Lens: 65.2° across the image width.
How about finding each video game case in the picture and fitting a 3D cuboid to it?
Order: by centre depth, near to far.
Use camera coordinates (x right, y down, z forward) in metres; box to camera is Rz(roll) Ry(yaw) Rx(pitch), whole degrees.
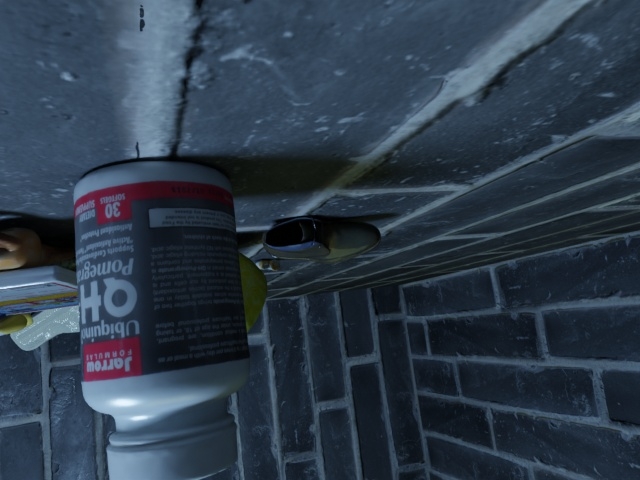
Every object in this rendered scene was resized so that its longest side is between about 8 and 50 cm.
[{"bbox_3d":[-0.454,0.083,0.785,0.204,0.025,0.285,-8,169,-5],"label":"video game case"}]

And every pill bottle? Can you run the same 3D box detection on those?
[{"bbox_3d":[-0.171,0.087,0.556,0.177,0.318,0.176,-8,170,-1],"label":"pill bottle"}]

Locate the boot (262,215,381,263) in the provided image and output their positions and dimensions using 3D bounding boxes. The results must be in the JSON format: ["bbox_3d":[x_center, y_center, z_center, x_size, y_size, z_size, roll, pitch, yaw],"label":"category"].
[{"bbox_3d":[0.000,0.000,0.900,0.219,0.082,0.106,-6,174,5],"label":"boot"}]

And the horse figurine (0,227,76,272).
[{"bbox_3d":[-0.449,0.018,0.700,0.175,0.066,0.263,-5,170,-17],"label":"horse figurine"}]

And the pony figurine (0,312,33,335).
[{"bbox_3d":[-0.805,0.197,1.023,0.351,0.302,0.363,-15,-170,42],"label":"pony figurine"}]

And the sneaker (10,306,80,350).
[{"bbox_3d":[-0.833,0.234,1.641,0.350,0.131,0.148,-20,-161,10],"label":"sneaker"}]

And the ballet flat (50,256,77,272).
[{"bbox_3d":[-0.501,0.067,0.932,0.241,0.077,0.091,1,169,-38],"label":"ballet flat"}]

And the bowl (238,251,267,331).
[{"bbox_3d":[-0.262,0.096,0.949,0.290,0.289,0.156,-12,127,27],"label":"bowl"}]

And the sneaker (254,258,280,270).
[{"bbox_3d":[-0.146,0.065,1.364,0.037,0.031,0.083,3,174,38],"label":"sneaker"}]
